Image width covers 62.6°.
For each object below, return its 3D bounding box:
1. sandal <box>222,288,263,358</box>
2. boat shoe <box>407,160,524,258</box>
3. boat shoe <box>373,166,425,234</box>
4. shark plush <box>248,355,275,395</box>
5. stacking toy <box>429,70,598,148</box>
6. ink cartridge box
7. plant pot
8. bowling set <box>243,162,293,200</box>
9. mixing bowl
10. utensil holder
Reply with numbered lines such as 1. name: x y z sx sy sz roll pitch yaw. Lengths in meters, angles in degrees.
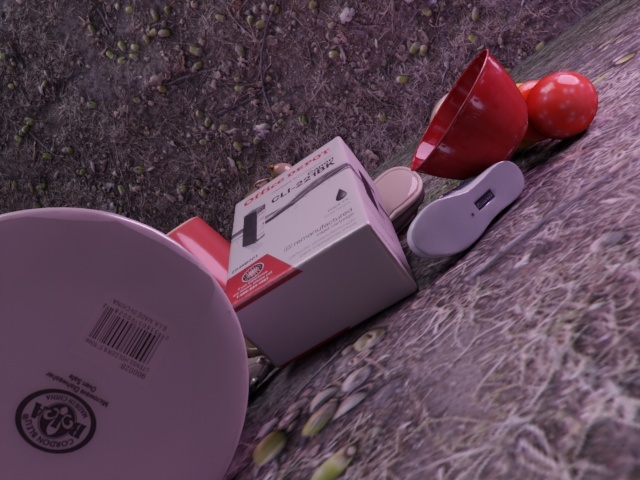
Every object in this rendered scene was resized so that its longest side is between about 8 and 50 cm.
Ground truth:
1. sandal: -0.127 0.118 0.819 0.072 0.049 0.180 -31 38 -21
2. boat shoe: 0.163 -0.028 0.638 0.183 0.065 0.083 -32 -1 -24
3. boat shoe: 0.048 0.009 0.889 0.335 0.112 0.095 -38 -33 -13
4. shark plush: -0.102 0.173 0.666 0.161 0.073 0.067 -45 -21 -23
5. stacking toy: 0.302 -0.193 0.826 0.141 0.141 0.330 -38 13 -7
6. ink cartridge box: -0.011 0.000 0.697 0.197 0.114 0.273 -32 28 13
7. plant pot: -0.235 0.107 0.994 0.275 0.243 0.275 -37 7 5
8. bowling set: 0.000 0.000 0.982 0.154 0.287 0.200 -41 45 42
9. mixing bowl: 0.210 -0.150 0.707 0.181 0.098 0.181 -61 2 4
10. utensil holder: -0.295 0.135 0.550 0.327 0.327 0.385 -41 20 -28
